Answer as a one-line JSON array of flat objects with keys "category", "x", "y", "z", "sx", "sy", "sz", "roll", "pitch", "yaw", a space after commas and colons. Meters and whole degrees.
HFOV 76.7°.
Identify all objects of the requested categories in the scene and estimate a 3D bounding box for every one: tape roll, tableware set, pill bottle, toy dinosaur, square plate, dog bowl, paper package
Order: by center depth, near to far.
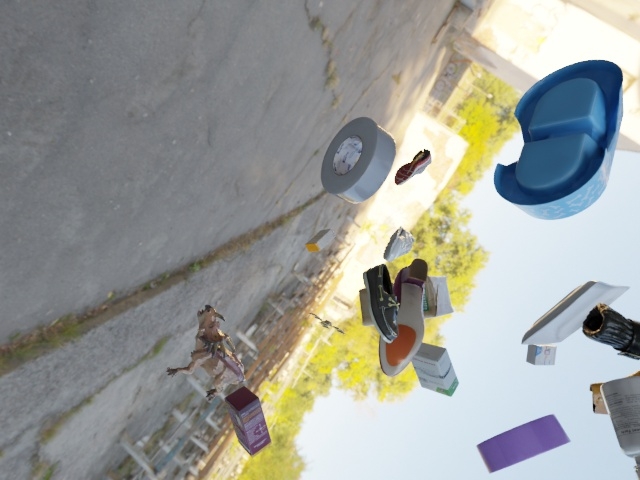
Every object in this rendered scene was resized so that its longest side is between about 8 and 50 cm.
[{"category": "dog bowl", "x": 0.406, "y": -0.164, "z": 0.680, "sx": 0.165, "sy": 0.074, "sz": 0.298, "roll": 1, "pitch": -120, "yaw": 52}, {"category": "pill bottle", "x": 0.781, "y": 0.459, "z": 0.967, "sx": 0.131, "sy": 0.131, "sz": 0.230, "roll": 120, "pitch": -20, "yaw": -52}, {"category": "tape roll", "x": 0.096, "y": -0.213, "z": 1.078, "sx": 0.219, "sy": 0.072, "sz": 0.220, "roll": -29, "pitch": -129, "yaw": 43}, {"category": "toy dinosaur", "x": -0.281, "y": 0.340, "z": 1.141, "sx": 0.200, "sy": 0.296, "sz": 0.127, "roll": -29, "pitch": -151, "yaw": 19}, {"category": "tape roll", "x": 0.651, "y": 0.658, "z": 1.307, "sx": 0.274, "sy": 0.090, "sz": 0.275, "roll": -15, "pitch": 145, "yaw": -11}, {"category": "square plate", "x": 0.940, "y": 0.266, "z": 1.503, "sx": 0.346, "sy": 0.049, "sz": 0.344, "roll": 9, "pitch": 127, "yaw": -38}, {"category": "paper package", "x": 0.368, "y": 0.261, "z": 1.740, "sx": 0.324, "sy": 0.168, "sz": 0.309, "roll": -14, "pitch": 169, "yaw": 30}, {"category": "tableware set", "x": 0.027, "y": 0.376, "z": 1.819, "sx": 0.168, "sy": 0.141, "sz": 0.020, "roll": 45, "pitch": 68, "yaw": -42}]

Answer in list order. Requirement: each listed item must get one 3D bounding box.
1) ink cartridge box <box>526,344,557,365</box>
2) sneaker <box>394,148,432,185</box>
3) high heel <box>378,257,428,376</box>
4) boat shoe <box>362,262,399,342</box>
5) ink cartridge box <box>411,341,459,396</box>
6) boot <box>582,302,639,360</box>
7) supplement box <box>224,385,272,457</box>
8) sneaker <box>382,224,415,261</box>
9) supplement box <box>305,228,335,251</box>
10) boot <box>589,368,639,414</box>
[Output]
[{"category": "ink cartridge box", "x": 0.989, "y": 0.508, "z": 1.807, "sx": 0.052, "sy": 0.122, "sz": 0.089, "roll": -170, "pitch": -94, "yaw": -69}, {"category": "sneaker", "x": 0.463, "y": -0.345, "z": 1.995, "sx": 0.225, "sy": 0.088, "sz": 0.092, "roll": -39, "pitch": 141, "yaw": 7}, {"category": "high heel", "x": 0.255, "y": 0.248, "z": 1.266, "sx": 0.181, "sy": 0.127, "sz": 0.378, "roll": 99, "pitch": 16, "yaw": -65}, {"category": "boat shoe", "x": 0.171, "y": 0.160, "z": 1.082, "sx": 0.068, "sy": 0.081, "sz": 0.228, "roll": -34, "pitch": -135, "yaw": 24}, {"category": "ink cartridge box", "x": 0.482, "y": 0.545, "z": 1.725, "sx": 0.152, "sy": 0.209, "sz": 0.086, "roll": 3, "pitch": -145, "yaw": 48}, {"category": "boot", "x": 0.880, "y": 0.258, "z": 1.056, "sx": 0.131, "sy": 0.260, "sz": 0.348, "roll": -53, "pitch": 163, "yaw": -14}, {"category": "supplement box", "x": -0.236, "y": 0.592, "z": 1.326, "sx": 0.080, "sy": 0.189, "sz": 0.104, "roll": -24, "pitch": -158, "yaw": -34}, {"category": "sneaker", "x": 0.323, "y": 0.023, "z": 1.634, "sx": 0.090, "sy": 0.094, "sz": 0.235, "roll": -48, "pitch": -179, "yaw": 40}, {"category": "supplement box", "x": 0.000, "y": 0.000, "z": 1.457, "sx": 0.062, "sy": 0.036, "sz": 0.098, "roll": -7, "pitch": -151, "yaw": 49}, {"category": "boot", "x": 1.064, "y": 0.508, "z": 1.405, "sx": 0.104, "sy": 0.211, "sz": 0.296, "roll": -55, "pitch": 139, "yaw": -59}]
